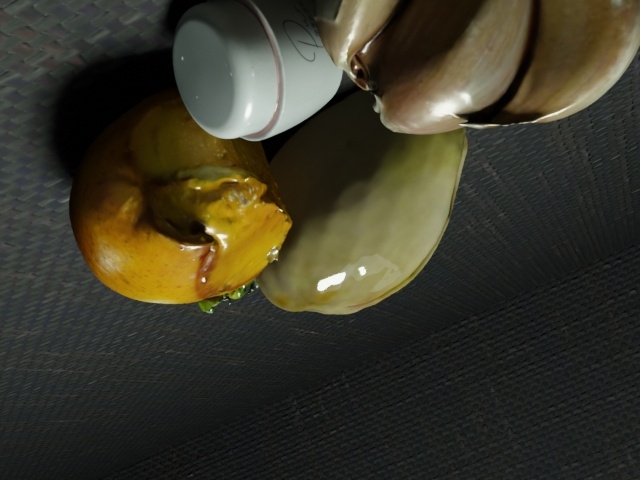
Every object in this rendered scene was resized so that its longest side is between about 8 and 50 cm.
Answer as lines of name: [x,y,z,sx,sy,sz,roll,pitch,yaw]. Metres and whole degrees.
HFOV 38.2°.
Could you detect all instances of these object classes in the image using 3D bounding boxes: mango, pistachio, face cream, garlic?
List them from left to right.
mango: [-0.129,-0.030,0.886,0.199,0.201,0.350,21,168,-4]
face cream: [-0.049,-0.139,0.718,0.104,0.117,0.117,-22,167,-33]
pistachio: [0.041,-0.043,0.994,0.288,0.197,0.166,-53,173,-5]
garlic: [0.106,-0.166,0.653,0.160,0.214,0.191,-77,-171,-71]

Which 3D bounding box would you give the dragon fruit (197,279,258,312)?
dragon fruit: [-0.108,0.003,1.136,0.138,0.175,0.142,7,180,-40]
